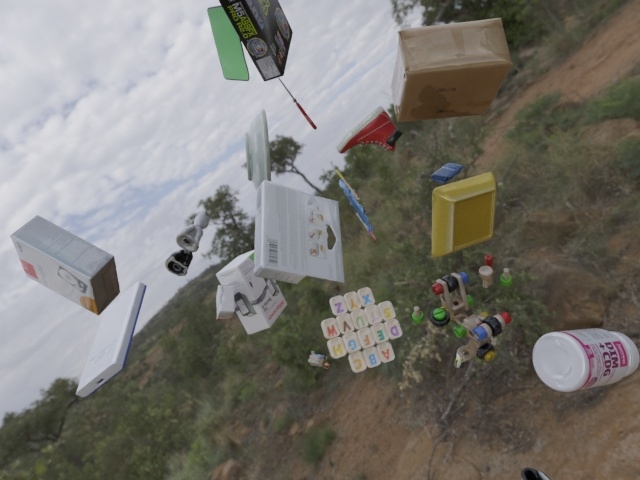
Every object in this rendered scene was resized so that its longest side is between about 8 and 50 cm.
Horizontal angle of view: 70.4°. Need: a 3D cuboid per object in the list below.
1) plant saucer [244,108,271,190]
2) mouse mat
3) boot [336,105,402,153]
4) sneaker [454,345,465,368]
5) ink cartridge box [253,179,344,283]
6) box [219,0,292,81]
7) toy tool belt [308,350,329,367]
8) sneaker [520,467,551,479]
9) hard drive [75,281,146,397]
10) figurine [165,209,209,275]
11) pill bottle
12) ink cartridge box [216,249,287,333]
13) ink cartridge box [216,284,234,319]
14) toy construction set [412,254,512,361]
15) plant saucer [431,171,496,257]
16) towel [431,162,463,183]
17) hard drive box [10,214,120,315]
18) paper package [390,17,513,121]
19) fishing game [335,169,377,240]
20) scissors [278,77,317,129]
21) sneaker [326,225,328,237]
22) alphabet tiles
[{"bbox_3d":[-0.281,-0.375,2.018,0.100,0.401,0.400,-5,-2,-8],"label":"plant saucer"},{"bbox_3d":[-0.248,-0.527,1.220,0.007,0.190,0.152,-29,34,-28],"label":"mouse mat"},{"bbox_3d":[0.198,-0.388,1.806,0.244,0.176,0.088,-38,9,14],"label":"boot"},{"bbox_3d":[0.513,0.425,1.650,0.031,0.035,0.083,2,67,64],"label":"sneaker"},{"bbox_3d":[-0.058,-0.014,1.241,0.060,0.238,0.275,-43,41,48],"label":"ink cartridge box"},{"bbox_3d":[-0.161,-0.571,1.121,0.060,0.270,0.216,-11,49,20],"label":"box"},{"bbox_3d":[-0.001,0.442,1.697,0.052,0.083,0.051,74,-151,-54],"label":"toy tool belt"},{"bbox_3d":[0.470,0.553,1.002,0.086,0.132,0.228,-30,-3,-20],"label":"sneaker"},{"bbox_3d":[-0.654,0.304,1.433,0.210,0.040,0.319,-37,35,23],"label":"hard drive"},{"bbox_3d":[-0.509,-0.002,1.784,0.215,0.092,0.209,-58,11,30],"label":"figurine"},{"bbox_3d":[0.763,0.334,1.295,0.282,0.161,0.160,2,-22,-28],"label":"pill bottle"},{"bbox_3d":[-0.264,0.198,1.790,0.114,0.273,0.198,-21,13,24],"label":"ink cartridge box"},{"bbox_3d":[-0.340,0.222,1.616,0.056,0.099,0.135,0,-21,-16],"label":"ink cartridge box"},{"bbox_3d":[0.483,0.229,1.428,0.257,0.237,0.309,22,56,36],"label":"toy construction set"},{"bbox_3d":[0.643,-0.099,1.978,0.332,0.333,0.081,-17,27,-21],"label":"plant saucer"},{"bbox_3d":[0.462,-0.250,1.659,0.067,0.029,0.119,25,48,40],"label":"towel"},{"bbox_3d":[-0.652,0.068,1.176,0.089,0.232,0.181,-58,-7,-41],"label":"hard drive box"},{"bbox_3d":[0.404,-0.538,1.473,0.324,0.168,0.309,-6,-15,1],"label":"paper package"},{"bbox_3d":[0.118,-0.116,1.420,0.041,0.189,0.264,-33,-37,1],"label":"fishing game"},{"bbox_3d":[-0.105,-0.593,1.960,0.021,0.297,0.109,-37,31,9],"label":"scissors"},{"bbox_3d":[0.000,0.000,1.926,0.061,0.152,0.053,-13,-20,41],"label":"sneaker"},{"bbox_3d":[0.151,0.318,1.636,0.283,0.278,0.021,-14,-13,-18],"label":"alphabet tiles"}]
